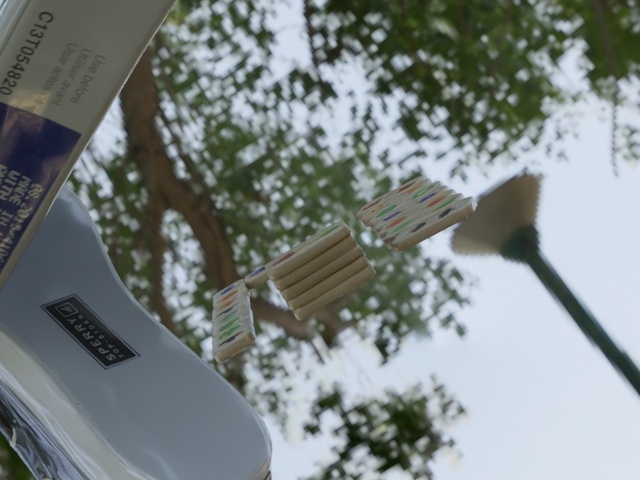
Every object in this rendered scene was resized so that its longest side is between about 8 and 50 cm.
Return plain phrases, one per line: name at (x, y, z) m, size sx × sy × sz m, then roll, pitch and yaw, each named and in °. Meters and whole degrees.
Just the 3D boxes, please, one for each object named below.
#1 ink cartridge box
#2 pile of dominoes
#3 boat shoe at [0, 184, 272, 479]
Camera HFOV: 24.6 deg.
ink cartridge box at (-0.083, -0.121, 0.510) m, size 0.045 × 0.224 × 0.223 m, roll 22°, pitch -54°, yaw -23°
pile of dominoes at (0.000, 0.000, 1.038) m, size 0.196 × 0.040 × 0.251 m, roll -32°, pitch 9°, yaw 0°
boat shoe at (-0.099, 0.048, 0.557) m, size 0.080 × 0.228 × 0.076 m, roll -19°, pitch -45°, yaw -39°
